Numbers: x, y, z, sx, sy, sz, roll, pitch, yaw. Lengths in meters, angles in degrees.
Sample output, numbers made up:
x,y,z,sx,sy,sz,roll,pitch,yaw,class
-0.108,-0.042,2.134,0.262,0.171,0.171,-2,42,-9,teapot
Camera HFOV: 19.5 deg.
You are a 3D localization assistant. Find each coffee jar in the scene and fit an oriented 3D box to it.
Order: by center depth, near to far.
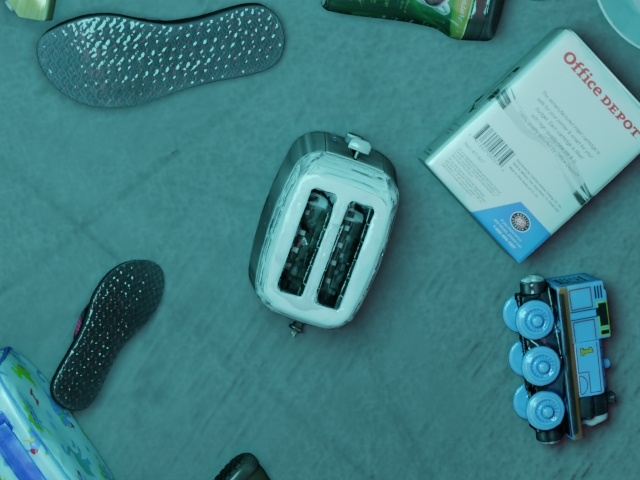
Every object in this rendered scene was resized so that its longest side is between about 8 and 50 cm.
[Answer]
x,y,z,sx,sy,sz,roll,pitch,yaw,class
0.099,-0.264,1.916,0.184,0.079,0.096,13,94,-4,coffee jar

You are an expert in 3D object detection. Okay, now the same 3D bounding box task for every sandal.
x,y,z,sx,sy,sz,roll,pitch,yaw,class
-0.166,-0.192,1.932,0.255,0.054,0.097,-5,105,-12,sandal
-0.229,0.094,1.959,0.067,0.040,0.179,35,80,-20,sandal

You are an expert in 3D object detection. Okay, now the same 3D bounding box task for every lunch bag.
x,y,z,sx,sy,sz,roll,pitch,yaw,class
-0.295,0.219,1.910,0.090,0.176,0.219,-34,99,1,lunch bag

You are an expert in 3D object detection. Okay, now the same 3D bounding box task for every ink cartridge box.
x,y,z,sx,sy,sz,roll,pitch,yaw,class
0.226,-0.100,1.940,0.203,0.086,0.148,-43,97,2,ink cartridge box

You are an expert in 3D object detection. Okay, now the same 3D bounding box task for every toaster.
x,y,z,sx,sy,sz,roll,pitch,yaw,class
0.000,0.000,1.911,0.129,0.146,0.227,21,96,-5,toaster

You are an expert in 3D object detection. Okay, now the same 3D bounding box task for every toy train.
x,y,z,sx,sy,sz,roll,pitch,yaw,class
0.256,0.123,1.977,0.105,0.080,0.184,-9,98,-8,toy train

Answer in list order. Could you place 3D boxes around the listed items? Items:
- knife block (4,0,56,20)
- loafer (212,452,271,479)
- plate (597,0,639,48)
x,y,z,sx,sy,sz,roll,pitch,yaw,class
-0.272,-0.390,1.875,0.242,0.088,0.275,-34,97,2,knife block
-0.123,0.329,1.981,0.078,0.080,0.220,41,94,-7,loafer
0.373,-0.286,1.954,0.188,0.024,0.188,-1,98,-4,plate
